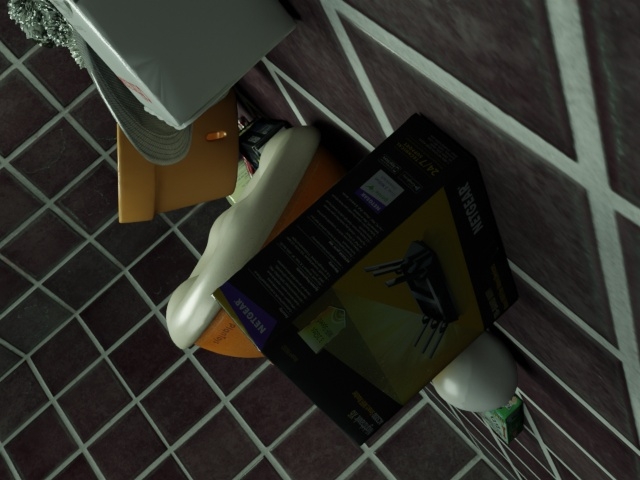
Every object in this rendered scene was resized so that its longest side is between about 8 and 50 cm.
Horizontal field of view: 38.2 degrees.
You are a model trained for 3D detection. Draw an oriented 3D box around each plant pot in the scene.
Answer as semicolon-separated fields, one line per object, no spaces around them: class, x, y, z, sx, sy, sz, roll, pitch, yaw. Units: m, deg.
plant pot;-0.256;-0.176;1.628;0.291;0.204;0.290;180;90;-78

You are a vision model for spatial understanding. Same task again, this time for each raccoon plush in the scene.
raccoon plush;-0.486;-0.490;1.748;0.299;0.216;0.446;32;165;44

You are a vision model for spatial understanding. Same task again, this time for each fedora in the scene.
fedora;-0.204;-0.250;1.220;0.275;0.124;0.244;66;-159;-2

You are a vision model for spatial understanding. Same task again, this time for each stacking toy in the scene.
stacking toy;0.062;0.098;1.288;0.480;0.350;0.350;33;177;-8

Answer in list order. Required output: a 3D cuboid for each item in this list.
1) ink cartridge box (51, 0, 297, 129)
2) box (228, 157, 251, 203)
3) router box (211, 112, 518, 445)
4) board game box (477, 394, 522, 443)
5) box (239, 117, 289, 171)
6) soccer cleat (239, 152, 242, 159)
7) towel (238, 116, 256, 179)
ink cartridge box;-0.234;-0.324;0.947;0.395;0.166;0.285;50;175;-22
box;-0.114;-0.068;2.208;0.243;0.117;0.213;48;175;11
router box;0.063;0.055;0.905;0.081;0.243;0.309;45;175;32
board game box;0.293;0.272;1.754;0.213;0.046;0.317;45;174;23
box;-0.021;-0.079;1.599;0.293;0.073;0.295;50;175;-15
soccer cleat;-0.249;-0.210;2.171;0.093;0.121;0.289;60;172;-11
towel;-0.114;-0.088;1.931;0.237;0.037;0.328;144;106;-86
